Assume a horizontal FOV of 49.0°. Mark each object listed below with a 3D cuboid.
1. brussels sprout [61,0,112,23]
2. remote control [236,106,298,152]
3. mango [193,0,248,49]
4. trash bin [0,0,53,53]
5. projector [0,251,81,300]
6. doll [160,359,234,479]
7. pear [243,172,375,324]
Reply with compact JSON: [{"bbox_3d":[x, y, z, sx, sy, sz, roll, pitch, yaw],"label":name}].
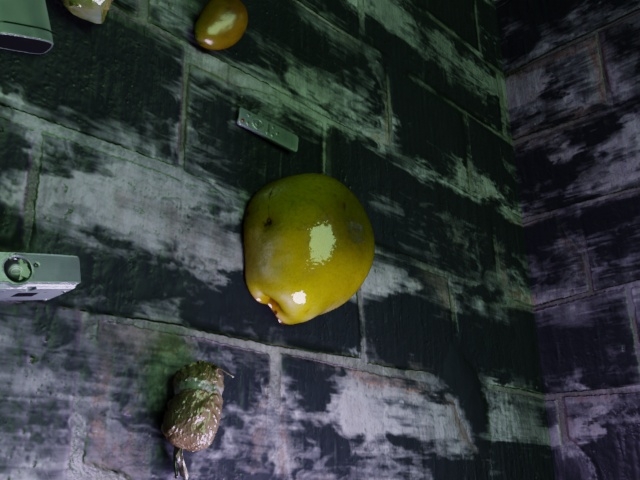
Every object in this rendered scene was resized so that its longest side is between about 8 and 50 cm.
[{"bbox_3d":[-0.465,-0.514,1.379,0.122,0.151,0.149,17,87,-12],"label":"brussels sprout"},{"bbox_3d":[-0.132,-0.270,1.732,0.184,0.027,0.050,23,57,-36],"label":"remote control"},{"bbox_3d":[-0.235,-0.511,1.664,0.111,0.089,0.163,31,63,-23],"label":"mango"},{"bbox_3d":[-0.559,-0.417,1.283,0.116,0.059,0.130,-3,76,-49],"label":"trash bin"},{"bbox_3d":[-0.482,0.062,1.136,0.147,0.115,0.061,4,71,-47],"label":"projector"},{"bbox_3d":[-0.244,0.331,1.314,0.105,0.115,0.221,44,53,-42],"label":"doll"},{"bbox_3d":[0.000,0.000,1.644,0.340,0.191,0.386,43,47,-28],"label":"pear"}]
